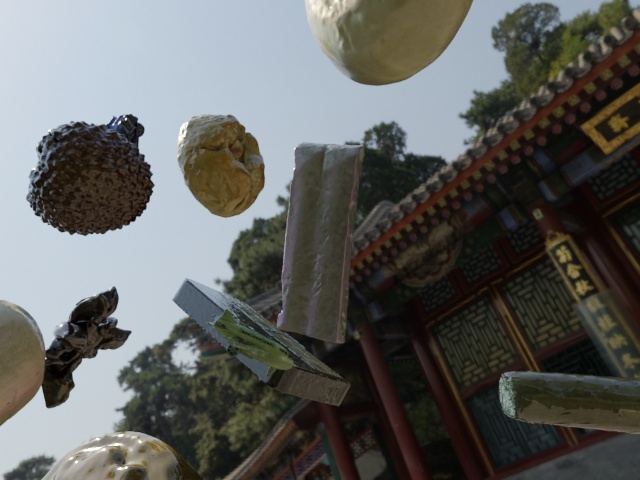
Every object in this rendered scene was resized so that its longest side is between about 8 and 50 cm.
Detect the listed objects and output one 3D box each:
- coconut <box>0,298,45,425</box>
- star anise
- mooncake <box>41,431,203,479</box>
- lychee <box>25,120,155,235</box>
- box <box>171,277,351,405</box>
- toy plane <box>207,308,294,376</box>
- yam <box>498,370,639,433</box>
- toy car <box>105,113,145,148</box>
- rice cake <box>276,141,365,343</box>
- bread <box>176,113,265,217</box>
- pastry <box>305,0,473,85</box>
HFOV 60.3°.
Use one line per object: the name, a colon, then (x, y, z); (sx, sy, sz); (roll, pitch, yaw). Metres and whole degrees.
coconut: (-0.273, 0.101, 0.404); (0.110, 0.110, 0.124); (-36, 2, 27)
star anise: (-0.487, 0.203, 1.110); (0.282, 0.129, 0.212); (-55, 1, 20)
mooncake: (-0.253, 0.323, 0.626); (0.235, 0.234, 0.117); (-24, -55, 6)
lychee: (-0.352, -0.090, 0.853); (0.188, 0.188, 0.188); (-17, -27, -9)
box: (-0.117, 0.189, 1.044); (0.211, 0.350, 0.058); (34, -95, -48)
toy plane: (-0.082, 0.120, 0.640); (0.040, 0.111, 0.102); (-54, 2, 4)
yam: (0.423, 0.209, 0.705); (0.372, 0.083, 0.083); (2, -27, 5)
toy car: (-0.383, -0.141, 1.062); (0.063, 0.103, 0.216); (10, -52, -6)
rice cake: (-0.002, 0.001, 0.827); (0.106, 0.297, 0.050); (6, 1, 17)
bread: (-0.214, -0.176, 1.260); (0.134, 0.244, 0.244); (-20, -24, 27)
pastry: (0.045, -0.203, 0.435); (0.092, 0.156, 0.156); (4, -36, -36)
